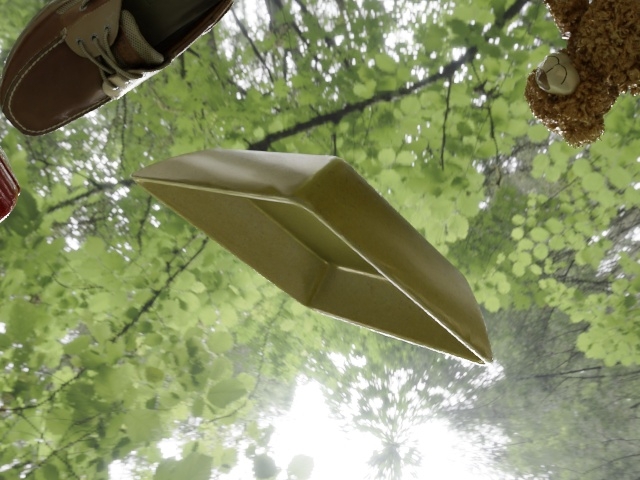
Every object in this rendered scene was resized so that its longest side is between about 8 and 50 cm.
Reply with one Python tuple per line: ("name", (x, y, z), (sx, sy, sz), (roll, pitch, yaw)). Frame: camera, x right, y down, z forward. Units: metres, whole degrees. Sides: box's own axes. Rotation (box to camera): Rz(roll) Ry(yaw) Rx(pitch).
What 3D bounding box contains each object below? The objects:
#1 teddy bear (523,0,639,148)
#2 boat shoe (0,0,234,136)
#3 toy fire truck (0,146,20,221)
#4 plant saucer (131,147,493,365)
("teddy bear", (0.404, -0.286, 0.988), (0.338, 0.113, 0.245), (-30, -102, 33))
("boat shoe", (-0.219, -0.226, 0.809), (0.324, 0.123, 0.116), (-40, -143, 5))
("toy fire truck", (-0.452, -0.036, 0.813), (0.217, 0.158, 0.246), (-28, -136, -13))
("plant saucer", (0.000, 0.000, 0.824), (0.332, 0.332, 0.081), (12, -112, 50))
